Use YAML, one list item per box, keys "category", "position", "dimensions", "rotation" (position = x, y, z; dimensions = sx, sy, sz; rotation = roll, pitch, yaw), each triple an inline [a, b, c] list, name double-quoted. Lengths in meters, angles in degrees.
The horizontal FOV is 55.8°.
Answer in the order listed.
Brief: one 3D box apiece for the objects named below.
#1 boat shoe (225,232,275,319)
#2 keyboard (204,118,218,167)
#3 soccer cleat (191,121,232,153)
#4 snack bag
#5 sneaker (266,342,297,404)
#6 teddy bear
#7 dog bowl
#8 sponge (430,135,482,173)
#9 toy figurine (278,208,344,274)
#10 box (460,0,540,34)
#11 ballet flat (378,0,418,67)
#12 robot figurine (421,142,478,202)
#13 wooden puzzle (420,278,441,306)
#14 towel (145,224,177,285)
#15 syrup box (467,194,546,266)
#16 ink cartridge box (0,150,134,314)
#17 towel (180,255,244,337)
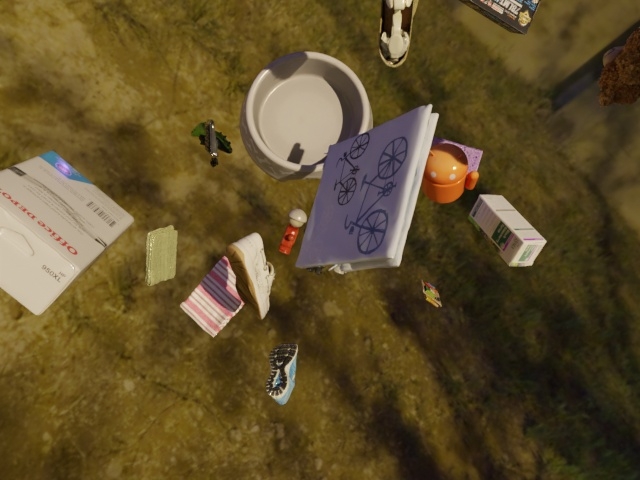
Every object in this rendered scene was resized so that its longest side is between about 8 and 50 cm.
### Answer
- category: "boat shoe"
  position: [-0.152, 0.091, 1.479]
  dimensions: [0.098, 0.096, 0.277]
  rotation: [36, -29, 28]
- category: "keyboard"
  position: [-0.245, -0.214, 1.343]
  dimensions: [0.180, 0.023, 0.108]
  rotation: [-137, -140, -73]
- category: "soccer cleat"
  position: [-0.376, -0.349, 2.102]
  dimensions: [0.179, 0.072, 0.060]
  rotation: [36, 32, -52]
- category: "snack bag"
  position: [0.079, -0.086, 1.217]
  dimensions: [0.037, 0.342, 0.323]
  rotation: [25, 70, -29]
- category: "sneaker"
  position: [-0.086, 0.307, 1.395]
  dimensions: [0.162, 0.063, 0.073]
  rotation: [-75, 157, -46]
- category: "teddy bear"
  position: [0.668, -0.404, 1.213]
  dimensions: [0.113, 0.245, 0.338]
  rotation: [34, 0, 8]
- category: "dog bowl"
  position: [-0.033, -0.314, 1.531]
  dimensions: [0.348, 0.349, 0.102]
  rotation: [51, -6, 2]
- category: "sponge"
  position: [0.390, -0.254, 1.892]
  dimensions: [0.210, 0.117, 0.031]
  rotation: [19, 21, 15]
- category: "toy figurine"
  position: [0.000, 0.000, 1.874]
  dimensions: [0.209, 0.148, 0.213]
  rotation: [34, 18, 37]
- category: "box"
  position: [0.560, -0.795, 1.768]
  dimensions: [0.296, 0.293, 0.073]
  rotation: [8, 19, -39]
- category: "ballet flat"
  position: [0.228, -0.675, 1.791]
  dimensions: [0.123, 0.123, 0.348]
  rotation: [-90, 180, -48]
- category: "robot figurine"
  position: [0.341, -0.186, 1.681]
  dimensions: [0.158, 0.128, 0.219]
  rotation: [53, -8, 24]
- category: "wooden puzzle"
  position: [0.300, 0.140, 1.629]
  dimensions: [0.078, 0.014, 0.116]
  rotation: [38, 20, -19]
- category: "towel"
  position: [-0.419, 0.039, 1.586]
  dimensions: [0.110, 0.027, 0.148]
  rotation: [-21, 118, -61]
- category: "syrup box"
  position: [0.560, -0.033, 1.830]
  dimensions: [0.096, 0.093, 0.237]
  rotation: [-1, 40, -26]
- category: "ink cartridge box"
  position: [-0.666, -0.035, 1.466]
  dimensions: [0.285, 0.166, 0.395]
  rotation: [42, 14, -12]
- category: "towel"
  position: [-0.290, 0.157, 1.720]
  dimensions: [0.144, 0.197, 0.029]
  rotation: [38, -10, 19]
